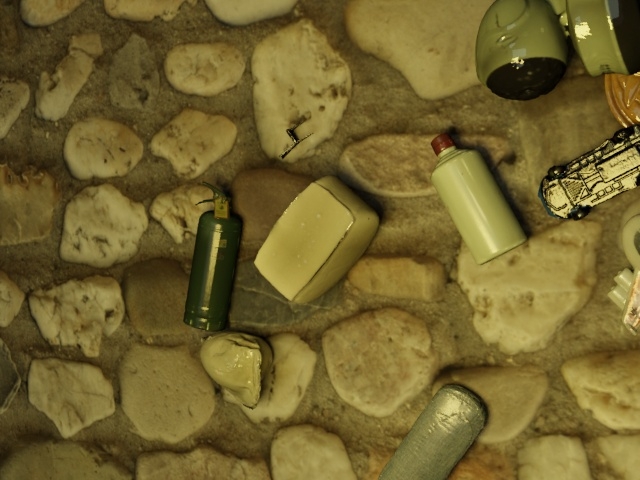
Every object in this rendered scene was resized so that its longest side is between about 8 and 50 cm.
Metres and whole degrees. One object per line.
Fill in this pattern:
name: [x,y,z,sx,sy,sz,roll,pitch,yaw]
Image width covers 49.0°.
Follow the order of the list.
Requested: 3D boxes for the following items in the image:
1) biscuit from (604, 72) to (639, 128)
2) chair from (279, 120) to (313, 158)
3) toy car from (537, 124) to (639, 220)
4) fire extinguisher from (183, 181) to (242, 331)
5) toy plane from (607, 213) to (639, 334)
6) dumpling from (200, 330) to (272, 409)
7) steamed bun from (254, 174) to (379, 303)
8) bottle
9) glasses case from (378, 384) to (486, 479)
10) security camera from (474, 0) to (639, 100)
biscuit: [0.575,-0.229,1.162,0.221,0.029,0.142,30,105,21]
chair: [-0.060,-0.212,1.457,0.086,0.037,0.042,-38,89,18]
toy car: [0.477,-0.111,1.195,0.216,0.063,0.103,-32,79,34]
fire extinguisher: [-0.233,0.034,1.514,0.095,0.114,0.311,-150,70,-68]
toy plane: [0.589,0.056,1.123,0.252,0.118,0.252,0,90,26]
dumpling: [-0.175,0.275,1.489,0.247,0.142,0.172,2,105,58]
steamed bun: [0.000,0.000,1.370,0.146,0.164,0.241,43,110,19]
bottle: [0.272,-0.083,1.271,0.104,0.104,0.245,-31,81,23]
glasses case: [0.211,0.402,1.345,0.109,0.067,0.282,35,105,17]
security camera: [0.388,-0.340,1.163,0.277,0.197,0.191,-10,79,32]
